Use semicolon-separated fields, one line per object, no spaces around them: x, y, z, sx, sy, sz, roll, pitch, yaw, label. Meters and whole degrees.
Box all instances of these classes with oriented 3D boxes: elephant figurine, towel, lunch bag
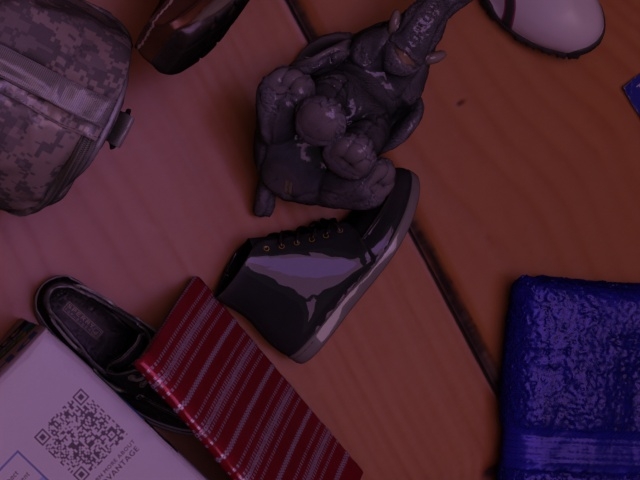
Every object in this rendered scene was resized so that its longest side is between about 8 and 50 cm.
0.045;-0.145;1.831;0.239;0.186;0.169;-54;142;-35;elephant figurine
0.293;0.193;1.935;0.228;0.076;0.308;4;89;-17;towel
-0.321;-0.163;1.663;0.305;0.256;0.212;28;83;-14;lunch bag
-0.063;0.178;1.785;0.031;0.199;0.275;-35;101;21;towel

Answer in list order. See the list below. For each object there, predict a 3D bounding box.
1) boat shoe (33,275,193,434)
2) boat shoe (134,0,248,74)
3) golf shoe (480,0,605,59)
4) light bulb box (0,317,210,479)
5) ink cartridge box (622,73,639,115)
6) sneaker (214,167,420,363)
-0.182;0.115;1.800;0.219;0.070;0.078;37;80;-13;boat shoe
-0.100;-0.279;1.758;0.120;0.122;0.324;36;45;-6;boat shoe
0.200;-0.295;1.886;0.105;0.120;0.273;-42;102;-14;golf shoe
-0.253;0.317;1.699;0.361;0.225;0.358;46;79;-11;light bulb box
0.465;-0.130;1.999;0.223;0.045;0.224;-36;99;-13;ink cartridge box
0.000;0.000;1.844;0.118;0.083;0.222;37;82;-16;sneaker
